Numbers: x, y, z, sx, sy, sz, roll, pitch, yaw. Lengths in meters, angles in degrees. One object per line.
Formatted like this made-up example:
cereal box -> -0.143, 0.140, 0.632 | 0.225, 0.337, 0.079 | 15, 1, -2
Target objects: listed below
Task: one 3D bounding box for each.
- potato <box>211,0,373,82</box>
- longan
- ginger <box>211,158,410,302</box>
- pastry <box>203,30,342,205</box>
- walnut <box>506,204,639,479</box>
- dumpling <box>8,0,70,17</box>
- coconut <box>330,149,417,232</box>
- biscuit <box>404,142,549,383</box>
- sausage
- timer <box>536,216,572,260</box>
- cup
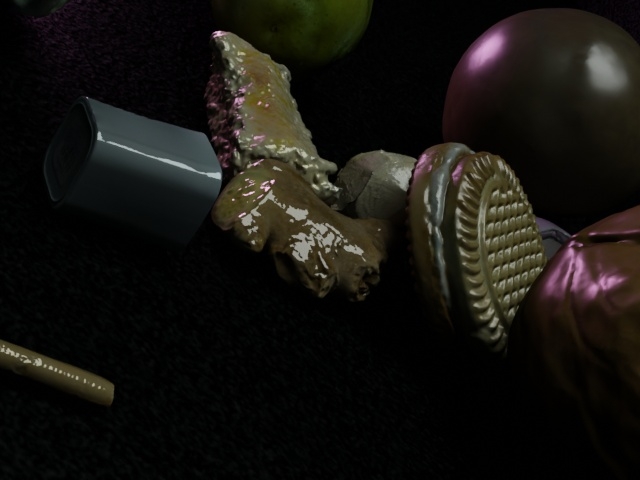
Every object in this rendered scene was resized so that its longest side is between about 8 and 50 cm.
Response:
potato -> -0.037, -0.309, 1.680 | 0.216, 0.216, 0.304 | 34, 32, -9
longan -> 0.313, -0.165, 1.815 | 0.319, 0.319, 0.319 | 31, 23, -15
ginger -> -0.001, 0.003, 1.301 | 0.213, 0.074, 0.137 | 28, 47, -26
pastry -> -0.069, -0.128, 1.430 | 0.121, 0.089, 0.258 | 28, 23, -34
walnut -> 0.362, 0.149, 1.250 | 0.354, 0.308, 0.398 | -34, 83, -36
dumpling -> -0.328, -0.362, 1.375 | 0.321, 0.211, 0.270 | 31, -17, 19
coconut -> 0.071, -0.042, 1.425 | 0.110, 0.110, 0.124 | 24, -14, -30
biscuit -> 0.167, 0.022, 1.372 | 0.259, 0.079, 0.259 | 35, 49, -54
sausage -> -0.201, 0.086, 0.914 | 0.132, 0.024, 0.024 | 25, 26, -29
timer -> 0.294, 0.052, 1.647 | 0.191, 0.069, 0.208 | 45, 25, 18
cup -> -0.165, -0.067, 1.166 | 0.129, 0.095, 0.128 | 19, 28, -34
